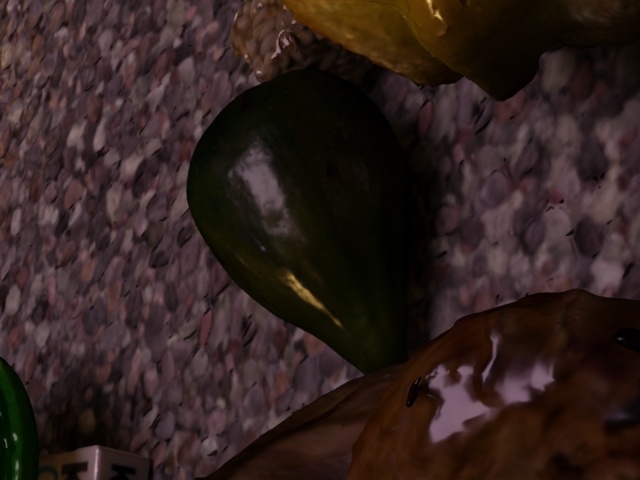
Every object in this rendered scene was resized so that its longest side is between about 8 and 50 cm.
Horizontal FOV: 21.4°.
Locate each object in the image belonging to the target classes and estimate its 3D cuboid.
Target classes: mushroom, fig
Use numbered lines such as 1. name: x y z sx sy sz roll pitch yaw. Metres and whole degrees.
1. mushroom: 0.064 0.135 0.605 0.283 0.195 0.263 -38 7 37
2. fig: 0.000 0.000 0.841 0.117 0.117 0.177 -44 55 34

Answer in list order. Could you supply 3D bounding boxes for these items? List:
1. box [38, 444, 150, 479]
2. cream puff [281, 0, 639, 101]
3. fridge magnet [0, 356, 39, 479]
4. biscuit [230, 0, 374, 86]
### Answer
1. box: -0.212 0.272 1.029 0.265 0.048 0.273 -15 64 42
2. cream puff: 0.072 -0.172 0.723 0.244 0.196 0.244 -47 14 16
3. fridge magnet: -0.243 0.158 1.003 0.208 0.088 0.208 -21 57 37
4. biscuit: 0.021 -0.150 0.895 0.168 0.070 0.082 -57 42 17
